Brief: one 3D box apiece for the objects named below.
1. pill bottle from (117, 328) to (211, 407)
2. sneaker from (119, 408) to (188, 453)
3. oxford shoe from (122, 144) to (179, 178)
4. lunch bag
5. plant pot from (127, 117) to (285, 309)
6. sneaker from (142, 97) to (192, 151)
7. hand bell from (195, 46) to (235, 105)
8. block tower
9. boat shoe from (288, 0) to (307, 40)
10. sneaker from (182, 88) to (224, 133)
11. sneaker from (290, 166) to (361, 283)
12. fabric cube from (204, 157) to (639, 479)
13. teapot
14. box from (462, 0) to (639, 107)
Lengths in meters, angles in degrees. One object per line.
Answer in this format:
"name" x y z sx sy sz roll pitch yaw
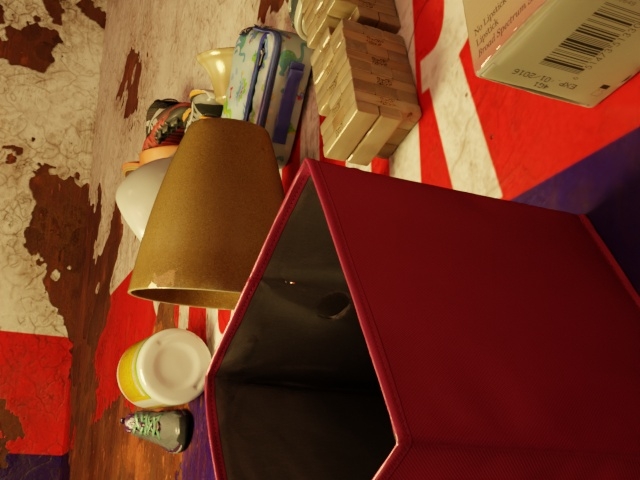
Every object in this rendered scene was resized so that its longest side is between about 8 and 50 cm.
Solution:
"pill bottle" -0.305 0.247 1.611 0.246 0.136 0.136 153 122 -61
"sneaker" -0.325 0.368 1.659 0.224 0.098 0.083 157 119 -63
"oxford shoe" -0.363 -0.118 1.895 0.364 0.130 0.132 167 95 -72
"lunch bag" -0.089 -0.231 1.368 0.176 0.090 0.218 37 116 59
"plant pot" -0.142 -0.037 1.228 0.237 0.237 0.254 160 117 -63
"sneaker" -0.332 -0.268 1.905 0.276 0.098 0.135 154 120 -63
"hand bell" -0.150 -0.206 1.504 0.126 0.126 0.241 175 91 -65
"block tower" 0.042 -0.250 1.078 0.097 0.091 0.335 -51 37 47
"boat shoe" 0.012 -0.410 1.208 0.079 0.095 0.254 58 143 41
"sneaker" -0.223 -0.236 1.686 0.215 0.084 0.083 138 134 -68
"sneaker" 0.000 0.000 1.085 0.092 0.088 0.225 -109 37 -49
"fabric cube" 0.083 0.129 0.646 0.259 0.258 0.254 -63 30 35
"teapot" -0.206 -0.049 1.445 0.187 0.256 0.252 -37 6 2
"box" 0.198 -0.250 0.686 0.148 0.127 0.232 134 138 -53
